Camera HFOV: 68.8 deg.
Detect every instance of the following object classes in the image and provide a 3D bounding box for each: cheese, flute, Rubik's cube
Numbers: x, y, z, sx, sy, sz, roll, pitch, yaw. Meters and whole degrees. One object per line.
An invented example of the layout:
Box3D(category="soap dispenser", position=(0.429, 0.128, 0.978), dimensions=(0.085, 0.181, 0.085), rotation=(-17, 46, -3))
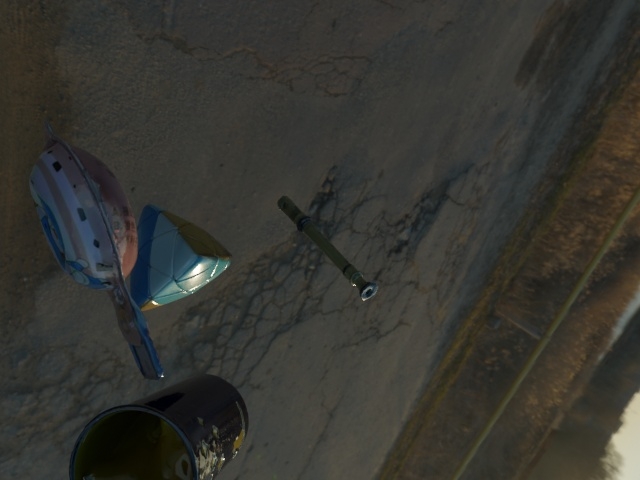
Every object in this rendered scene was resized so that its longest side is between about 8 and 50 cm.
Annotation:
Box3D(category="cheese", position=(-0.231, 0.015, 0.492), dimensions=(0.074, 0.286, 0.189), rotation=(-24, 180, -33))
Box3D(category="flute", position=(0.000, 0.000, 0.626), dimensions=(0.027, 0.233, 0.027), rotation=(-19, 131, -23))
Box3D(category="Rubik's cube", position=(-0.320, 0.068, 1.023), dimensions=(0.254, 0.254, 0.254), rotation=(-30, 140, -30))

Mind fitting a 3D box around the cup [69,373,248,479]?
Box3D(category="cup", position=(-0.248, 0.345, 0.724), dimensions=(0.255, 0.178, 0.256), rotation=(-52, 170, 1))
